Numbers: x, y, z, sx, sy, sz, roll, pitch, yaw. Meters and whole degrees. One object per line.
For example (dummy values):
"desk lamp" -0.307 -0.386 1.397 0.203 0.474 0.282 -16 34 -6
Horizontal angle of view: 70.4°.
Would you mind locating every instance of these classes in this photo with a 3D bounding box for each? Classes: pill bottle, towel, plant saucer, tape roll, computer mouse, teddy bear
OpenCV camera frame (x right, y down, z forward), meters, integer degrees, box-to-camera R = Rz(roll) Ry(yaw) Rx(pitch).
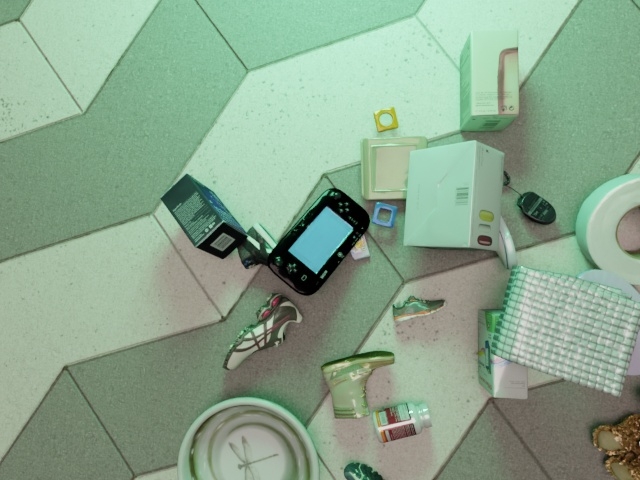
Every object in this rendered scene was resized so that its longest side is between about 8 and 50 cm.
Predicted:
"pill bottle" 0.226 0.501 1.258 0.152 0.086 0.086 -16 86 5
"towel" 0.571 0.201 1.068 0.284 0.121 0.235 16 87 9
"plant saucer" -0.197 0.636 1.287 0.401 0.100 0.400 0 88 6
"tape roll" 0.832 -0.029 1.180 0.286 0.100 0.286 3 102 12
"computer mouse" 0.555 -0.127 1.286 0.242 0.041 0.071 42 83 13
"teddy bear" 0.896 0.513 1.190 0.338 0.113 0.245 -43 77 10

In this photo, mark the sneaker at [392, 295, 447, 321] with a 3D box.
"sneaker" 0.277 0.183 1.284 0.158 0.061 0.064 -16 79 4

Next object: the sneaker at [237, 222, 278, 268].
"sneaker" -0.157 0.063 1.330 0.121 0.079 0.217 -42 76 6

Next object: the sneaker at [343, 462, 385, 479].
"sneaker" 0.158 0.742 1.243 0.283 0.110 0.122 43 95 6

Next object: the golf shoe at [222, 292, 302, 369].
"golf shoe" -0.172 0.281 1.305 0.120 0.105 0.273 40 92 -1

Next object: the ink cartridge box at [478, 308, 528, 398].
"ink cartridge box" 0.482 0.295 1.207 0.093 0.154 0.212 -1 87 6

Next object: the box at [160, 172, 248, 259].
"box" -0.327 -0.066 1.286 0.108 0.153 0.207 -42 68 3

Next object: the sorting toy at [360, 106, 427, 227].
"sorting toy" 0.214 -0.209 1.317 0.196 0.047 0.347 -1 88 0

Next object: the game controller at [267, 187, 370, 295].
"game controller" 0.000 0.000 1.271 0.166 0.067 0.319 37 70 9

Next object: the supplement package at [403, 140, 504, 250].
"supplement package" 0.351 -0.107 1.200 0.204 0.145 0.261 2 87 49

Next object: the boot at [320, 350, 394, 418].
"boot" 0.121 0.407 1.279 0.213 0.077 0.165 -16 85 10

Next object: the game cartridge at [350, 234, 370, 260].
"game cartridge" 0.109 0.015 1.331 0.056 0.017 0.083 -16 85 9

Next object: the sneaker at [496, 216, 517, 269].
"sneaker" 0.465 -0.033 1.267 0.091 0.094 0.258 -22 76 13

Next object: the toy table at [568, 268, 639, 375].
"toy table" 0.728 0.202 1.185 0.252 0.161 0.274 -18 86 4

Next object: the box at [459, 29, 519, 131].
"box" 0.461 -0.433 1.251 0.127 0.148 0.232 1 88 6
